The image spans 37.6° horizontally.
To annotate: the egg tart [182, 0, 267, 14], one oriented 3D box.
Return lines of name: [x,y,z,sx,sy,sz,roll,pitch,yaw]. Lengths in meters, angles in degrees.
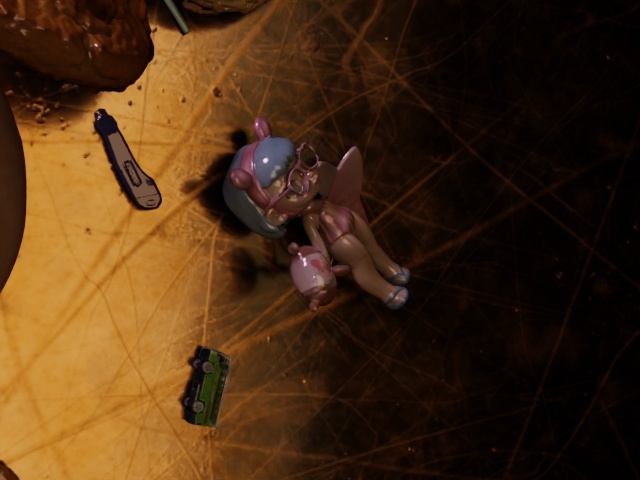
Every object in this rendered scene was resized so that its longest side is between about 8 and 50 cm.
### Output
egg tart: [-0.102,-0.376,0.985,0.278,0.095,0.279,3,85,-39]

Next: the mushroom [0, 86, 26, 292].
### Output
mushroom: [-0.426,-0.042,0.754,0.362,0.294,0.363,5,82,-39]

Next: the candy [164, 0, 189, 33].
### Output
candy: [-0.196,-0.306,0.996,0.060,0.060,0.201,-42,114,-19]

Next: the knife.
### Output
knife: [-0.205,-0.086,0.998,0.031,0.018,0.121,-28,100,-15]

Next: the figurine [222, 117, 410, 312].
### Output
figurine: [-0.007,0.000,1.034,0.260,0.102,0.205,41,48,-23]

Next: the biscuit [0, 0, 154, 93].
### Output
biscuit: [-0.267,-0.258,0.855,0.296,0.296,0.075,39,115,-19]

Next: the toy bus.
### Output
toy bus: [-0.123,0.160,1.026,0.037,0.031,0.083,17,83,-31]

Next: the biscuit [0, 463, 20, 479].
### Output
biscuit: [-0.399,0.300,0.898,0.247,0.029,0.118,-26,99,-23]
